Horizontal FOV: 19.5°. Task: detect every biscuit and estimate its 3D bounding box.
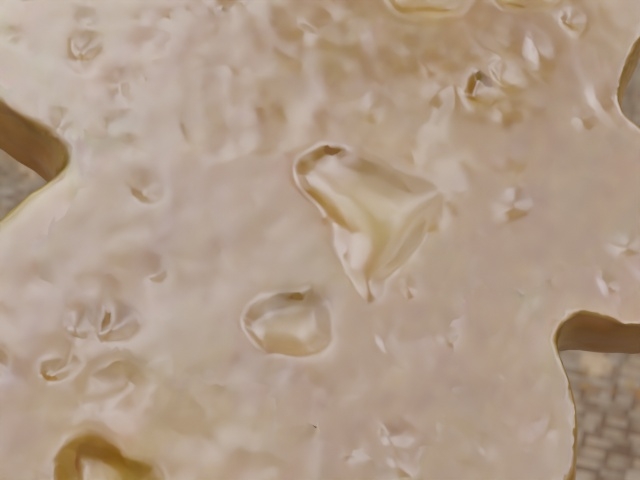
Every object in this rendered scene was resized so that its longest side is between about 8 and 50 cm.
[{"bbox_3d":[-0.001,0.001,0.636,0.275,0.052,0.355,16,62,0],"label":"biscuit"}]
